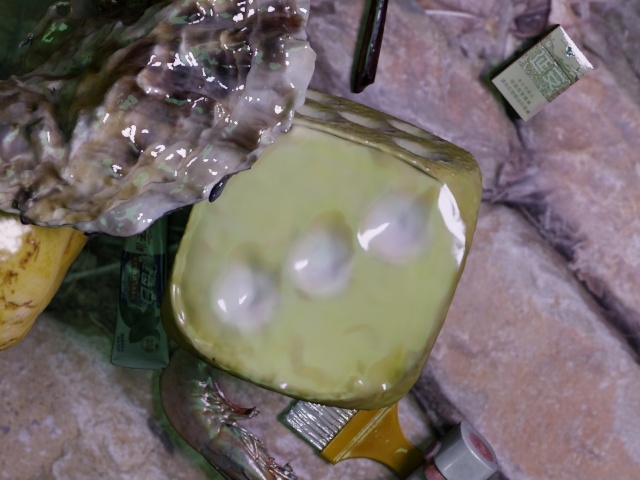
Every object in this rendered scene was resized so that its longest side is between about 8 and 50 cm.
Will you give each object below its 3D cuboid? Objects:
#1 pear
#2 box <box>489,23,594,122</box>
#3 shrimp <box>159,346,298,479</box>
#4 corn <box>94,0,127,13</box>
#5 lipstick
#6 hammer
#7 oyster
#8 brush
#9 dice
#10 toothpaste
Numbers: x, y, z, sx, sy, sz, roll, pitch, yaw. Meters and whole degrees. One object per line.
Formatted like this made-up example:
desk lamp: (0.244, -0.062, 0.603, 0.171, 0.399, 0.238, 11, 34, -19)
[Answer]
pear: (-0.335, -0.028, 1.329, 0.271, 0.271, 0.271, 0, 103, 1)
box: (0.207, -0.157, 1.405, 0.083, 0.024, 0.053, -39, 100, 11)
shrimp: (-0.056, 0.176, 1.467, 0.152, 0.046, 0.219, -41, 87, 16)
corn: (-0.166, -0.197, 1.347, 0.092, 0.092, 0.280, -18, 117, 5)
lipstick: (0.087, 0.258, 1.476, 0.186, 0.063, 0.057, -42, 101, 15)
hammer: (0.060, -0.221, 1.395, 0.065, 0.021, 0.178, 11, 104, -3)
oyster: (-0.156, -0.137, 1.200, 0.351, 0.115, 0.238, -29, 66, -7)
brush: (0.095, 0.227, 1.503, 0.272, 0.013, 0.103, 40, 101, -9)
dice: (0.000, 0.000, 1.342, 0.233, 0.227, 0.238, 20, 102, -3)
toothpaste: (-0.170, 0.015, 1.446, 0.060, 0.038, 0.233, 7, 105, 10)
